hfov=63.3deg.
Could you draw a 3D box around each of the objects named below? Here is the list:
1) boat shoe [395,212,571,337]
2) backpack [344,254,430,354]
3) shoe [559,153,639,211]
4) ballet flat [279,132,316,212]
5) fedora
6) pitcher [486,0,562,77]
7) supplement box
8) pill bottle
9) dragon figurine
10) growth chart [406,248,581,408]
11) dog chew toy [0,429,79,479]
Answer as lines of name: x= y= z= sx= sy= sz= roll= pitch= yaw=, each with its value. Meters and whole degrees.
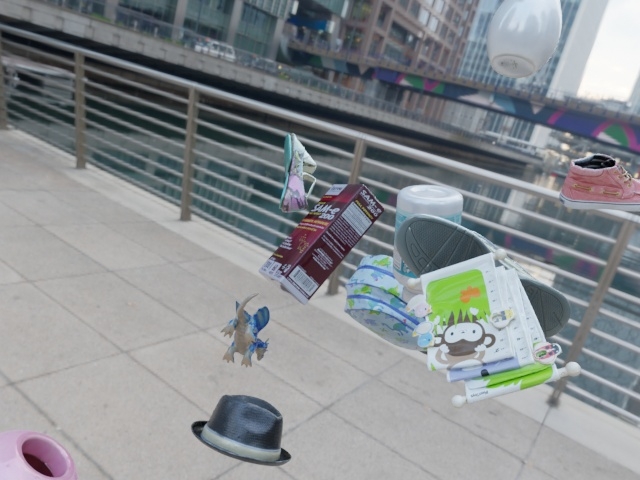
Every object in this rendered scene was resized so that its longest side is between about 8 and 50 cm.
boat shoe: x=0.270 y=0.055 z=0.890 sx=0.320 sy=0.118 sz=0.103 roll=27 pitch=11 yaw=-3
backpack: x=0.241 y=0.189 z=1.517 sx=0.356 sy=0.273 sz=0.290 roll=52 pitch=-21 yaw=-14
shoe: x=0.506 y=-0.100 z=0.883 sx=0.177 sy=0.081 sz=0.064 roll=0 pitch=39 yaw=4
ballet flat: x=-0.049 y=-0.152 z=1.190 sx=0.079 sy=0.077 sz=0.222 roll=8 pitch=54 yaw=-10
fedora: x=-0.233 y=0.578 z=1.631 sx=0.333 sy=0.153 sz=0.334 roll=16 pitch=-9 yaw=3
pitcher: x=0.399 y=-0.407 z=0.981 sx=0.125 sy=0.207 sz=0.177 roll=14 pitch=-9 yaw=35
supplement box: x=0.000 y=0.000 z=0.996 sx=0.073 sy=0.239 sz=0.130 roll=46 pitch=-14 yaw=-22
pill bottle: x=0.242 y=0.015 z=1.192 sx=0.146 sy=0.264 sz=0.146 roll=0 pitch=21 yaw=0
dragon figurine: x=-0.173 y=0.200 z=1.239 sx=0.085 sy=0.289 sz=0.144 roll=9 pitch=35 yaw=7
growth chart: x=0.203 y=0.108 z=0.680 sx=0.021 sy=0.171 sz=0.237 roll=54 pitch=17 yaw=-36
dog chew toy: x=-0.558 y=0.477 z=0.842 sx=0.206 sy=0.332 sz=0.206 roll=41 pitch=-3 yaw=2
